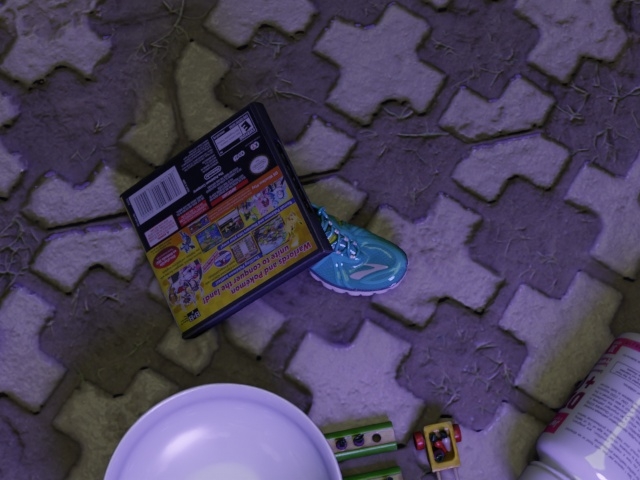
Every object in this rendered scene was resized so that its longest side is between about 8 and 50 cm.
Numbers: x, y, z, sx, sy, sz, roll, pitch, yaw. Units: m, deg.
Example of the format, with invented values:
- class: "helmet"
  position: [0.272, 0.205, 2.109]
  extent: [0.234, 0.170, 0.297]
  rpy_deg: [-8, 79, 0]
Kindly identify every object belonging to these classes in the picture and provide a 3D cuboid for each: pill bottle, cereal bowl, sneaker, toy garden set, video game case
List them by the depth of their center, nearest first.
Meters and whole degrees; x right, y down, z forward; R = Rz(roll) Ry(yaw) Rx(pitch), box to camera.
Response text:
- class: "cereal bowl"
  position: [-0.135, 0.375, 1.821]
  extent: [0.339, 0.141, 0.339]
  rpy_deg: [1, 73, -3]
- class: "pill bottle"
  position: [0.409, 0.283, 1.861]
  extent: [0.160, 0.160, 0.283]
  rpy_deg: [39, 76, 9]
- class: "toy garden set"
  position: [0.121, 0.377, 1.878]
  extent: [0.204, 0.049, 0.244]
  rpy_deg: [-10, 74, -5]
- class: "video game case"
  position: [-0.143, -0.026, 1.920]
  extent: [0.275, 0.035, 0.248]
  rpy_deg: [-32, 74, 24]
- class: "sneaker"
  position: [0.000, 0.000, 1.954]
  extent: [0.275, 0.110, 0.107]
  rpy_deg: [22, 74, 3]
